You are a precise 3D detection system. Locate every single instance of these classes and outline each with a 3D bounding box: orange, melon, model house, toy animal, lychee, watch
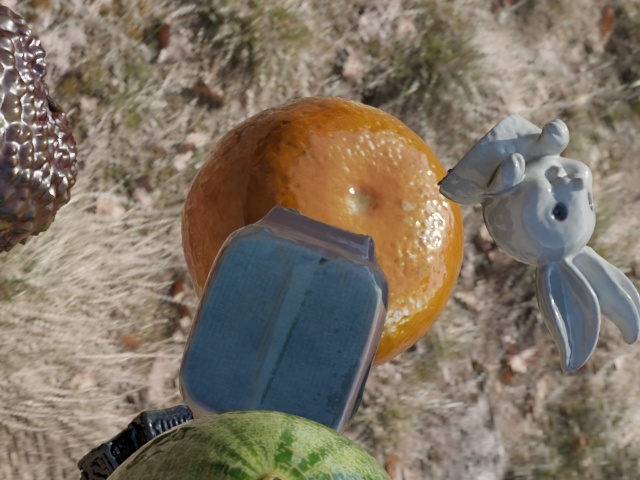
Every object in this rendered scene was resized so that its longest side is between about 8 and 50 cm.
[{"bbox_3d":[0.000,0.000,1.875,0.423,0.326,0.424,9,62,-19],"label":"orange"},{"bbox_3d":[-0.031,0.141,0.468,0.139,0.192,0.139,8,47,-8],"label":"melon"},{"bbox_3d":[-0.214,0.276,1.588,0.165,0.106,0.152,-7,124,-32],"label":"model house"},{"bbox_3d":[0.209,-0.005,1.114,0.103,0.131,0.221,-29,74,-40],"label":"toy animal"},{"bbox_3d":[-0.370,-0.101,1.199,0.271,0.271,0.272,8,74,-29],"label":"lychee"},{"bbox_3d":[-0.027,0.107,1.192,0.161,0.241,0.253,20,88,8],"label":"watch"}]
